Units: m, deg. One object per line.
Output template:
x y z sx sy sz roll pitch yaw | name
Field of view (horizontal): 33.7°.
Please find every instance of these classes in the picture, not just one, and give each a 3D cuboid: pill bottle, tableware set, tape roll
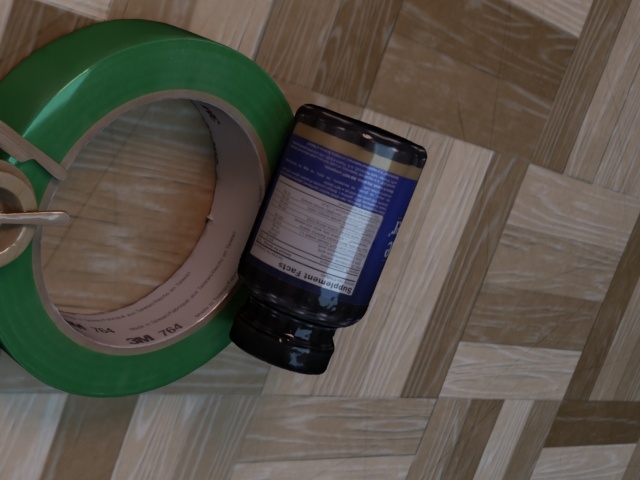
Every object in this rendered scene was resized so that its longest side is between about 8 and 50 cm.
0.000 0.000 0.930 0.123 0.123 0.219 12 102 -48 | pill bottle
-0.262 -0.038 0.709 0.128 0.039 0.194 -55 137 -8 | tableware set
-0.157 -0.024 0.909 0.321 0.077 0.321 -22 125 -36 | tape roll
